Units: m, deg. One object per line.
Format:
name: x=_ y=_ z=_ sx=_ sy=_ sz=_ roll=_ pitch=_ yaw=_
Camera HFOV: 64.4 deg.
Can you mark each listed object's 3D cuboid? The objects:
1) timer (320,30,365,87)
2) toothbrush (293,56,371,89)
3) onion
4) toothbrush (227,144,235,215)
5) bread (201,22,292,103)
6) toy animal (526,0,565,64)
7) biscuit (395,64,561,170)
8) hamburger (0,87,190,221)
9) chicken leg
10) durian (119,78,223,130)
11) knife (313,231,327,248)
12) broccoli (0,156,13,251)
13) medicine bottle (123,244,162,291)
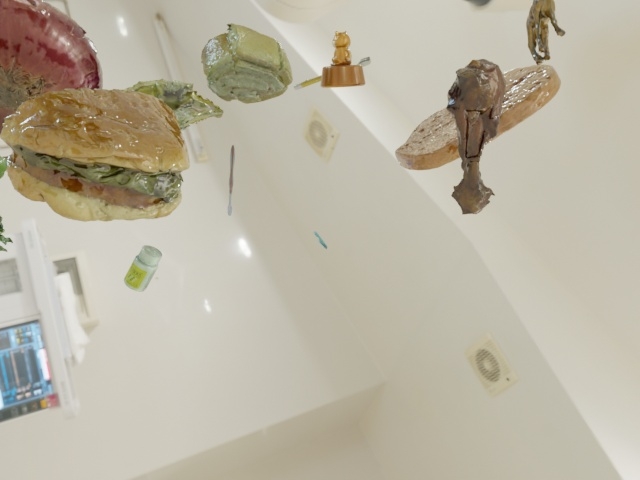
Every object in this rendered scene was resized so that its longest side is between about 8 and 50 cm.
timer: x=0.062 y=-0.521 z=1.462 sx=0.132 sy=0.132 sz=0.152 roll=29 pitch=-54 yaw=59
toothbrush: x=0.037 y=-0.569 z=1.737 sx=0.021 sy=0.288 sz=0.024 roll=54 pitch=32 yaw=-44
onion: x=-0.673 y=-0.405 z=1.167 sx=0.285 sy=0.348 sz=0.347 roll=-97 pitch=-166 yaw=-45
toothbrush: x=-0.243 y=-0.163 z=1.386 sx=0.019 sy=0.013 sz=0.193 roll=-95 pitch=-170 yaw=-75
bread: x=-0.189 y=-0.471 z=1.385 sx=0.186 sy=0.257 sz=0.124 roll=-43 pitch=-125 yaw=50
toy animal: x=0.517 y=-0.550 z=1.168 sx=0.149 sy=0.054 sz=0.275 roll=-65 pitch=155 yaw=-82
biscuit: x=0.408 y=-0.320 z=1.359 sx=0.078 sy=0.455 sz=0.350 roll=57 pitch=20 yaw=-16
hamburger: x=-0.331 y=-0.135 z=0.870 sx=0.209 sy=0.330 sz=0.162 roll=43 pitch=-58 yaw=17
chicken leg: x=0.301 y=-0.200 z=1.011 sx=0.093 sy=0.113 sz=0.304 roll=-108 pitch=-163 yaw=-70
durian: x=-0.394 y=-0.301 z=1.243 sx=0.166 sy=0.306 sz=0.172 roll=24 pitch=-47 yaw=48
knife: x=0.000 y=0.000 z=1.569 sx=0.091 sy=0.014 sz=0.005 roll=52 pitch=-11 yaw=44
broccoli: x=-0.375 y=-0.050 z=0.479 sx=0.194 sy=0.220 sz=0.194 roll=-163 pitch=-90 yaw=-83
medicine bottle: x=-0.342 y=0.054 z=0.982 sx=0.083 sy=0.047 sz=0.047 roll=-58 pitch=-137 yaw=17
